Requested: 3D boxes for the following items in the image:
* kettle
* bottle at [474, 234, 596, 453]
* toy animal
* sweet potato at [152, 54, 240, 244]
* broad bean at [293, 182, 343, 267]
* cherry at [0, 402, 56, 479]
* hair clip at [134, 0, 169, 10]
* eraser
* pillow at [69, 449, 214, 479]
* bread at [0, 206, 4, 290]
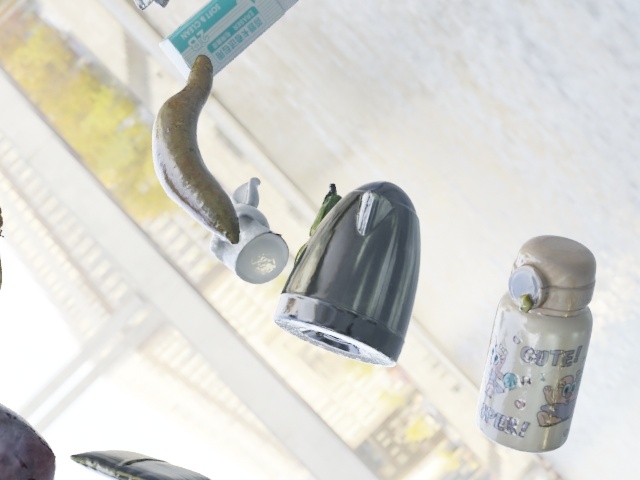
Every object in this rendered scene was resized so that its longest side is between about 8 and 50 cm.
[{"bbox_3d":[0.078,0.043,2.019,0.207,0.271,0.251,8,163,45],"label":"kettle"},{"bbox_3d":[0.211,0.099,1.277,0.097,0.209,0.110,25,-151,37],"label":"bottle"},{"bbox_3d":[-0.143,-0.033,2.206,0.131,0.103,0.221,13,-152,-32],"label":"toy animal"},{"bbox_3d":[-0.192,-0.134,1.901,0.079,0.108,0.346,122,145,-51],"label":"sweet potato"},{"bbox_3d":[0.000,0.000,2.130,0.048,0.213,0.070,7,154,25],"label":"broad bean"},{"bbox_3d":[-0.423,0.272,1.473,0.183,0.266,0.213,-83,-28,-69],"label":"cherry"},{"bbox_3d":[-0.340,-0.503,2.291,0.218,0.159,0.071,45,-161,12],"label":"hair clip"},{"bbox_3d":[-0.145,-0.347,2.077,0.095,0.225,0.052,51,160,-15],"label":"eraser"},{"bbox_3d":[-0.300,0.406,2.272,0.208,0.052,0.212,17,180,25],"label":"pillow"},{"bbox_3d":[-0.635,0.008,1.867,0.204,0.358,0.336,180,89,-79],"label":"bread"}]
